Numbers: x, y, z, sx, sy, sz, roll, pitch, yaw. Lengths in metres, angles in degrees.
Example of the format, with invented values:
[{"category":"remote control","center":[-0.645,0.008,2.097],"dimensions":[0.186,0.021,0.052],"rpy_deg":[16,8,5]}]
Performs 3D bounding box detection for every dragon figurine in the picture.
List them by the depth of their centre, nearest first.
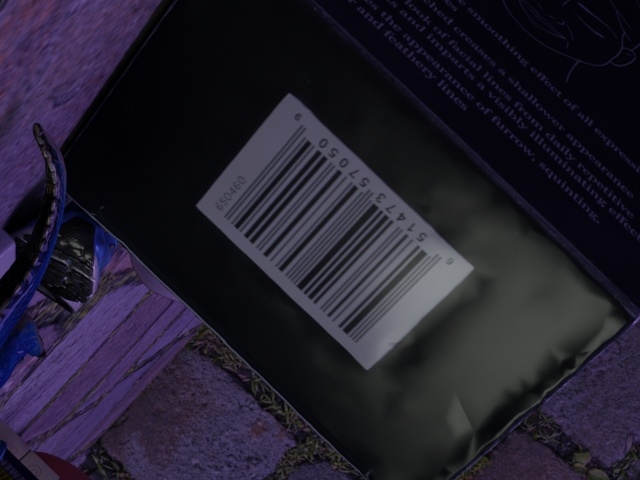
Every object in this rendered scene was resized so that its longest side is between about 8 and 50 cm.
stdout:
[{"category":"dragon figurine","center":[-0.199,0.086,0.724],"dimensions":[0.289,0.085,0.144],"rpy_deg":[-45,-164,22]}]

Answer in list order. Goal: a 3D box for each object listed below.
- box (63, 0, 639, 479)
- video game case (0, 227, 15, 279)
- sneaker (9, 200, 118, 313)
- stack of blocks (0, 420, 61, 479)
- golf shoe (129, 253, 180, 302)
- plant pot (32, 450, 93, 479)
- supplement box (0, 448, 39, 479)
[{"category":"box","center":[0.079,-0.074,0.960],"dimensions":[0.212,0.293,0.395],"rpy_deg":[-48,177,35]},{"category":"video game case","center":[-0.243,0.073,0.894],"dimensions":[0.157,0.019,0.143],"rpy_deg":[-46,173,-23]},{"category":"sneaker","center":[-0.157,-0.004,0.942],"dimensions":[0.073,0.063,0.162],"rpy_deg":[-58,-172,-13]},{"category":"stack of blocks","center":[-0.275,0.344,1.591],"dimensions":[0.087,0.297,0.171],"rpy_deg":[-45,178,-30]},{"category":"golf shoe","center":[0.000,0.000,1.231],"dimensions":[0.140,0.306,0.115],"rpy_deg":[114,-22,-54]},{"category":"plant pot","center":[-0.382,0.423,1.776],"dimensions":[0.243,0.275,0.275],"rpy_deg":[-29,166,-45]},{"category":"supplement box","center":[-0.313,0.273,0.947],"dimensions":[0.195,0.194,0.356],"rpy_deg":[-48,178,24]}]
